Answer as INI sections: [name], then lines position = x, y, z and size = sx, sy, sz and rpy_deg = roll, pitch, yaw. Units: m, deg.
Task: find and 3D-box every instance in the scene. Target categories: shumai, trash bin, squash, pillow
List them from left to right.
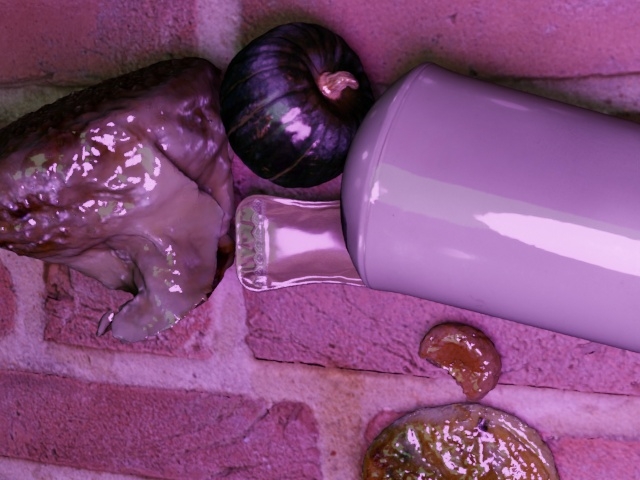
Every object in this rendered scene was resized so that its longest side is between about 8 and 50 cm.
[shumai]
position = -0.261, -0.044, 1.437
size = 0.395, 0.395, 0.348
rpy_deg = -15, 114, 25
[squash]
position = -0.027, -0.174, 1.346
size = 0.218, 0.218, 0.172
rpy_deg = 44, 146, 12
[pillow]
position = -0.004, 0.004, 1.382
size = 0.217, 0.033, 0.130
rpy_deg = 0, 97, -4
[trash bin]
position = 0.235, -0.037, 1.219
size = 0.431, 0.280, 0.281
rpy_deg = 16, 104, 18

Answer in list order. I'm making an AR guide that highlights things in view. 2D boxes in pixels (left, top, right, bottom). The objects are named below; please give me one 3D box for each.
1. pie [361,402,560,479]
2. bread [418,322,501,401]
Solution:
[pie]
position = 0.187, 0.348, 1.403
size = 0.276, 0.078, 0.277
rpy_deg = 5, 102, 22
[bread]
position = 0.191, 0.151, 1.380
size = 0.113, 0.060, 0.082
rpy_deg = 46, 113, 9
